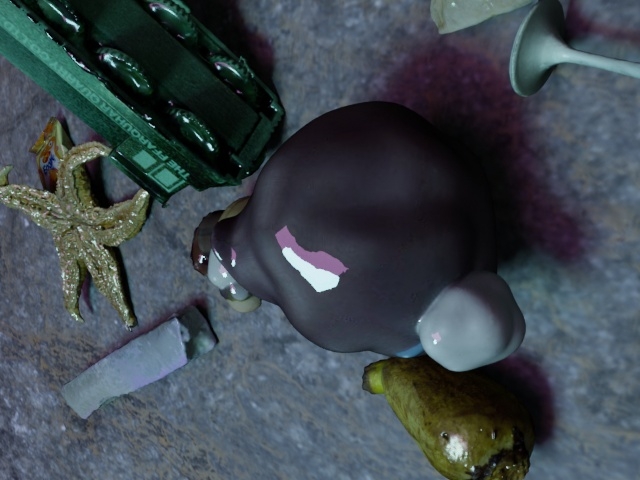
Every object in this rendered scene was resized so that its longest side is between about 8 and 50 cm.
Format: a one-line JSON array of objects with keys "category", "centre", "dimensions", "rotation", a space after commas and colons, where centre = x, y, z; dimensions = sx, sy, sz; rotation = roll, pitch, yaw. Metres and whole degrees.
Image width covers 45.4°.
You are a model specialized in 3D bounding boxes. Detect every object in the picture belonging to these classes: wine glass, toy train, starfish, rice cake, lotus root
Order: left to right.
[{"category": "starfish", "centre": [-0.330, -0.006, 1.097], "dimensions": [0.299, 0.060, 0.303], "rotation": [7, 119, 24]}, {"category": "toy train", "centre": [-0.202, -0.170, 0.785], "dimensions": [0.330, 0.139, 0.178], "rotation": [41, 146, -21]}, {"category": "rice cake", "centre": [-0.271, 0.183, 1.100], "dimensions": [0.399, 0.064, 0.070], "rotation": [-31, 92, 44]}, {"category": "lotus root", "centre": [0.112, 0.151, 0.708], "dimensions": [0.190, 0.108, 0.094], "rotation": [36, 99, 44]}, {"category": "wine glass", "centre": [0.233, -0.113, 0.521], "dimensions": [0.195, 0.079, 0.079], "rotation": [26, 120, 36]}]

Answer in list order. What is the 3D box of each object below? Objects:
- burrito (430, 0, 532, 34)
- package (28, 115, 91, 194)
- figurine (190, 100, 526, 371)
[{"category": "burrito", "centre": [0.163, -0.219, 0.563], "dimensions": [0.226, 0.060, 0.087], "rotation": [-17, 102, 43]}, {"category": "package", "centre": [-0.389, -0.107, 1.136], "dimensions": [0.108, 0.031, 0.121], "rotation": [-35, 79, 44]}, {"category": "figurine", "centre": [-0.009, 0.018, 0.685], "dimensions": [0.365, 0.218, 0.206], "rotation": [-27, 41, 52]}]
